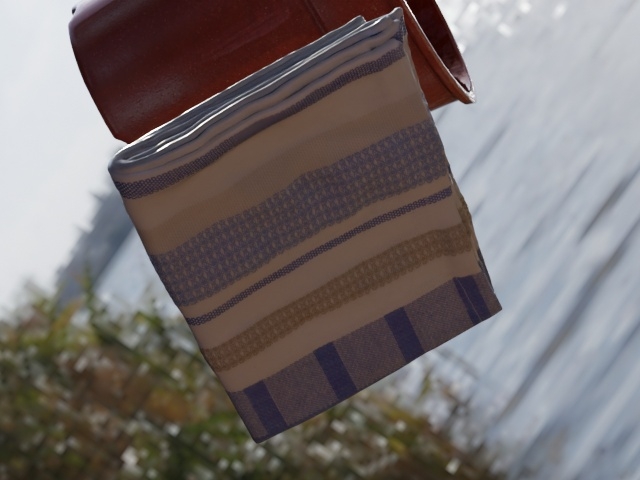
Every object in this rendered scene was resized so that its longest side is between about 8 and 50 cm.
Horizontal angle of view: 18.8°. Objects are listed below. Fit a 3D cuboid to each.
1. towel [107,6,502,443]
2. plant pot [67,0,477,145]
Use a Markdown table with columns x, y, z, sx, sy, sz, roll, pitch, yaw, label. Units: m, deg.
| x | y | z | sx | sy | sz | roll | pitch | yaw | label |
| --- | --- | --- | --- | --- | --- | --- | --- | --- | --- |
| 0.000 | 0.000 | 1.267 | 0.209 | 0.285 | 0.034 | -28 | 43 | -6 | towel |
| -0.049 | -0.171 | 1.622 | 0.265 | 0.272 | 0.272 | -29 | 11 | 12 | plant pot |
